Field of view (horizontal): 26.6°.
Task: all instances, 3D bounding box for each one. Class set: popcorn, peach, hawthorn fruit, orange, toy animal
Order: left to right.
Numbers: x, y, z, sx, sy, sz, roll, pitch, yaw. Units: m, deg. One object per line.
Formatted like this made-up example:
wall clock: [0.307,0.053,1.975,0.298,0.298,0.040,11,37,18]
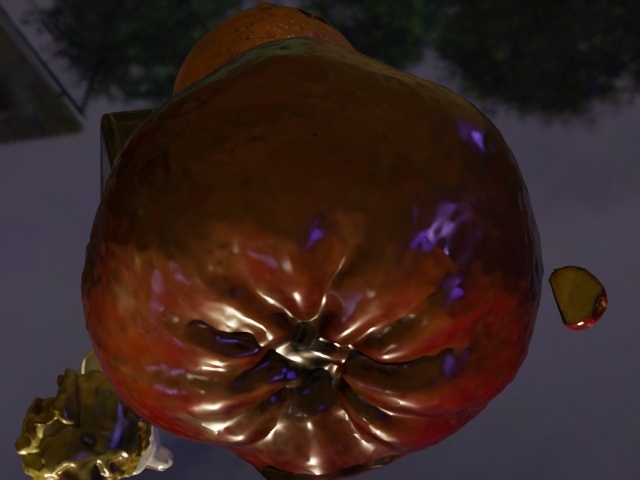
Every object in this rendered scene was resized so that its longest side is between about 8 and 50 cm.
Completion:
popcorn: [-0.367,0.297,2.094,0.218,0.189,0.169,-58,-154,-5]
toy animal: [-0.375,0.293,2.531,0.174,0.289,0.249,-15,-152,-29]
orange: [-0.079,-0.199,2.171,0.293,0.340,0.340,-38,-159,44]
hawthorn fruit: [0.000,0.000,1.200,0.403,0.403,0.403,-24,-148,17]
peach: [0.319,0.073,1.688,0.083,0.050,0.077,22,-95,42]

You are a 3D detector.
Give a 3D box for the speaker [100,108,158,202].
speaker: [-0.189,-0.031,1.683,0.153,0.231,0.192,-5,-141,-13]
